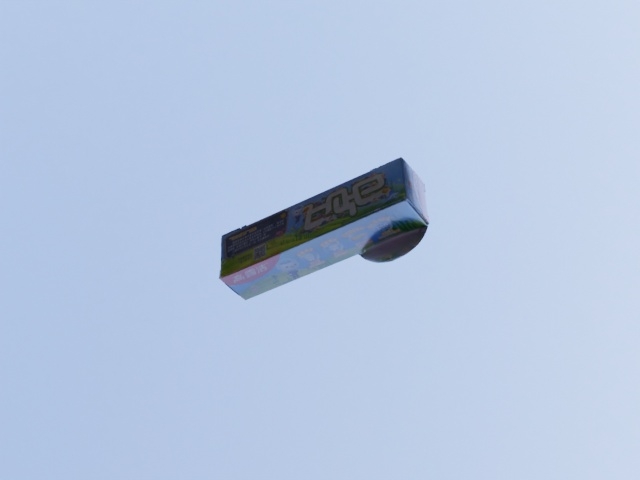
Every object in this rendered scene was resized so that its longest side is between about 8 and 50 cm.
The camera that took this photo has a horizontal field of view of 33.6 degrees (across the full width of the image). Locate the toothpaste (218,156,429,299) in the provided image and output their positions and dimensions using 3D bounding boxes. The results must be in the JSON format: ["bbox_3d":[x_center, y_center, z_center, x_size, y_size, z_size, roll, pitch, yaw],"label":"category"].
[{"bbox_3d":[0.000,0.000,0.931,0.193,0.044,0.070,-23,-134,23],"label":"toothpaste"}]
